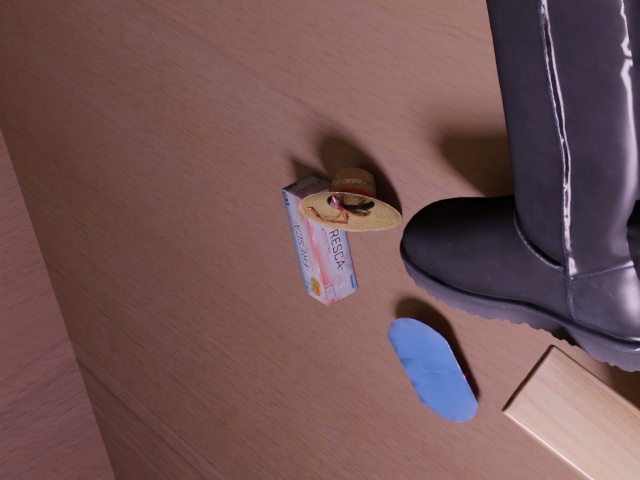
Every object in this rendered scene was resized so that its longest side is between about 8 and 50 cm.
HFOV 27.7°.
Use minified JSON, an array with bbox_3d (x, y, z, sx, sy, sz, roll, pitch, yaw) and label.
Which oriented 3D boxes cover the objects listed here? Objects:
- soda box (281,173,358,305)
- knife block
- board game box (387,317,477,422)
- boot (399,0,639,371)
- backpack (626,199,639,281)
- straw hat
[{"bbox_3d":[0.000,0.000,1.879,0.063,0.058,0.183,29,139,50],"label":"soda box"},{"bbox_3d":[0.339,0.239,1.303,0.275,0.088,0.242,41,175,-42],"label":"knife block"},{"bbox_3d":[0.163,0.169,1.774,0.133,0.033,0.169,-6,115,58],"label":"board game box"},{"bbox_3d":[0.195,-0.120,1.263,0.367,0.146,0.445,19,138,40],"label":"boot"},{"bbox_3d":[0.363,0.019,1.089,0.182,0.115,0.152,-8,130,37],"label":"backpack"},{"bbox_3d":[0.042,-0.064,1.724,0.144,0.144,0.061,141,143,-65],"label":"straw hat"}]
